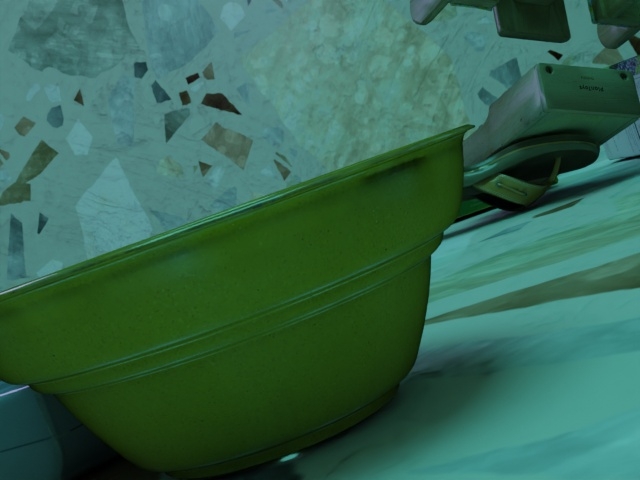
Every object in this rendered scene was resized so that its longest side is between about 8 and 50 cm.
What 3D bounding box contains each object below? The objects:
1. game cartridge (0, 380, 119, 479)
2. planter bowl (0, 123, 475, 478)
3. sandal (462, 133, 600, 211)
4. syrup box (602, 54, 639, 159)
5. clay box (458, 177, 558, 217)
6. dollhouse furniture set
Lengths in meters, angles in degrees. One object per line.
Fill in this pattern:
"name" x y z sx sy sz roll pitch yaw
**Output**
"game cartridge" -0.173 0.094 0.596 0.294 0.060 0.196 -17 1 42
"planter bowl" -0.029 0.032 0.425 0.217 0.090 0.217 -20 4 1
"sandal" 0.157 -0.047 0.954 0.180 0.049 0.072 -16 -18 7
"syrup box" 0.344 -0.140 1.014 0.093 0.096 0.237 -20 3 -10
"clay box" 0.163 -0.063 1.179 0.127 0.053 0.222 -19 4 -2
"dollhouse furniture set" 0.183 -0.191 1.003 0.212 0.242 0.161 1 -20 -23
